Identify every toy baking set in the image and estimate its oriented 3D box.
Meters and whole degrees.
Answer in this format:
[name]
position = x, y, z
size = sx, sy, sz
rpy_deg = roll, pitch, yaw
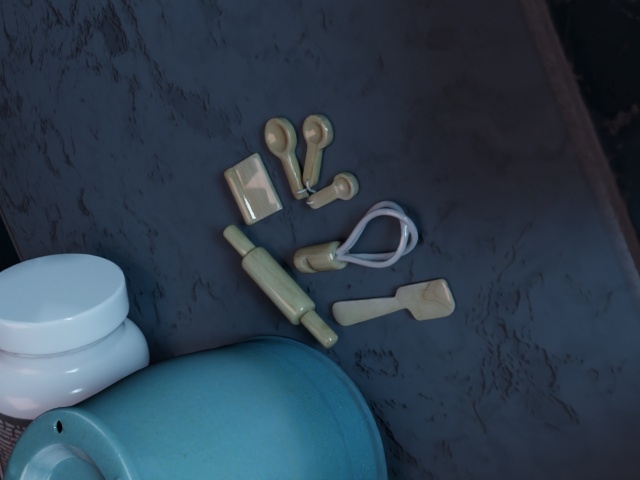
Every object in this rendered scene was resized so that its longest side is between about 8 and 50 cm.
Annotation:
[toy baking set]
position = -0.003, 0.003, 0.669
size = 0.256, 0.030, 0.197
rpy_deg = 49, 137, 18

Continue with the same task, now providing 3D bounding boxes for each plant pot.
[plant pot]
position = -0.120, 0.225, 0.664
size = 0.272, 0.255, 0.271
rpy_deg = -3, 84, 35

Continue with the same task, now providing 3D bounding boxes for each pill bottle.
[pill bottle]
position = -0.321, 0.217, 0.980
size = 0.210, 0.210, 0.363
rpy_deg = 23, 125, 38
